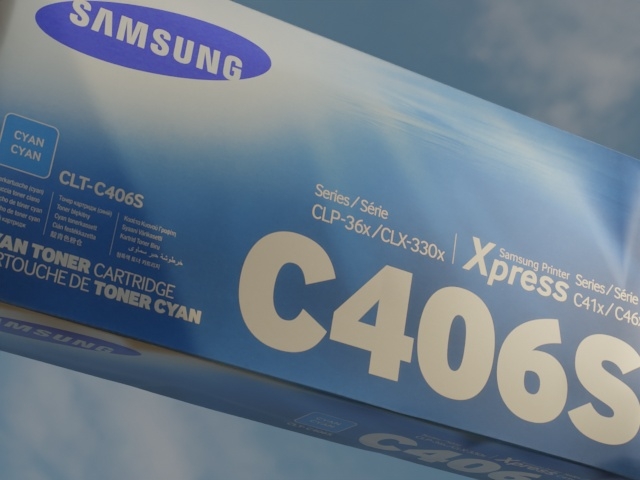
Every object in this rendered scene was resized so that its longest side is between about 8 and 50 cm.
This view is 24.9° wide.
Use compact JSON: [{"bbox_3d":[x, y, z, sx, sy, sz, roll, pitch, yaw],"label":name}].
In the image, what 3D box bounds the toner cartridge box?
[{"bbox_3d":[0.000,0.000,0.662,0.348,0.165,0.075,17,-23,-23],"label":"toner cartridge box"}]
